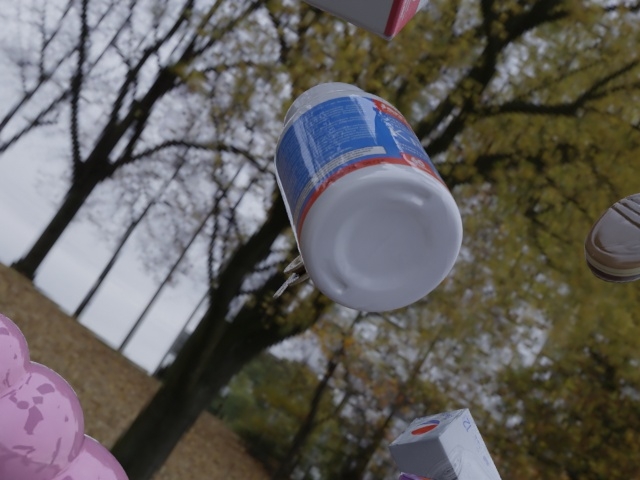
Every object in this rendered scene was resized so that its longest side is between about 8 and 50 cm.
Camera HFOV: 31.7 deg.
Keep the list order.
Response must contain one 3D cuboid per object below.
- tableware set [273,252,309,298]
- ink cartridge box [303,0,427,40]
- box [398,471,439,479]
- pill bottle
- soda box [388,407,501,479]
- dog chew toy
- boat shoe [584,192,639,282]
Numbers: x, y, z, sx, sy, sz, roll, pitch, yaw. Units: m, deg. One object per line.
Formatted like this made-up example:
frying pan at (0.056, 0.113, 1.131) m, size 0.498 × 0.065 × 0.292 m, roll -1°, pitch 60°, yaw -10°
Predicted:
tableware set at (0.000, 0.000, 1.638) m, size 0.128 × 0.194 × 0.039 m, roll -32°, pitch -79°, yaw 37°
ink cartridge box at (0.133, -0.489, 1.529) m, size 0.160 × 0.384 × 0.279 m, roll 25°, pitch -49°, yaw 12°
box at (0.200, 0.196, 0.613) m, size 0.293 × 0.057 × 0.201 m, roll 15°, pitch -6°, yaw -10°
pill bottle at (0.029, -0.049, 0.917) m, size 0.124 × 0.124 × 0.221 m, roll 40°, pitch 15°, yaw -28°
soda box at (0.209, 0.386, 1.588) m, size 0.098 × 0.091 × 0.286 m, roll -19°, pitch -81°, yaw 40°
dog chew toy at (-0.316, 0.214, 1.119) m, size 0.207 × 0.207 × 0.331 m, roll 11°, pitch -55°, yaw 55°
boat shoe at (0.479, -0.002, 1.521) m, size 0.123 × 0.342 × 0.123 m, roll 34°, pitch -45°, yaw 35°
